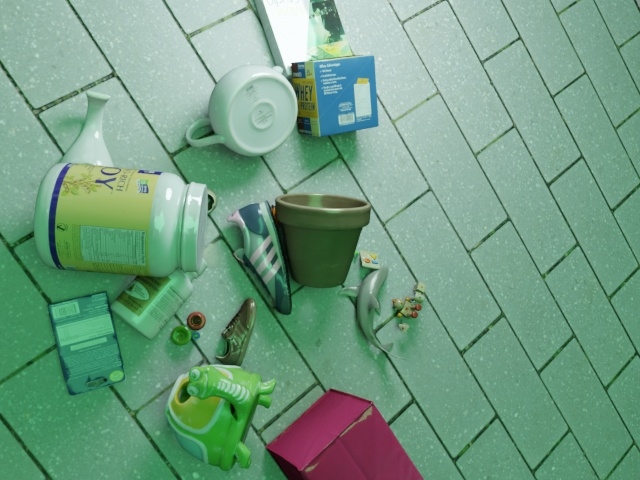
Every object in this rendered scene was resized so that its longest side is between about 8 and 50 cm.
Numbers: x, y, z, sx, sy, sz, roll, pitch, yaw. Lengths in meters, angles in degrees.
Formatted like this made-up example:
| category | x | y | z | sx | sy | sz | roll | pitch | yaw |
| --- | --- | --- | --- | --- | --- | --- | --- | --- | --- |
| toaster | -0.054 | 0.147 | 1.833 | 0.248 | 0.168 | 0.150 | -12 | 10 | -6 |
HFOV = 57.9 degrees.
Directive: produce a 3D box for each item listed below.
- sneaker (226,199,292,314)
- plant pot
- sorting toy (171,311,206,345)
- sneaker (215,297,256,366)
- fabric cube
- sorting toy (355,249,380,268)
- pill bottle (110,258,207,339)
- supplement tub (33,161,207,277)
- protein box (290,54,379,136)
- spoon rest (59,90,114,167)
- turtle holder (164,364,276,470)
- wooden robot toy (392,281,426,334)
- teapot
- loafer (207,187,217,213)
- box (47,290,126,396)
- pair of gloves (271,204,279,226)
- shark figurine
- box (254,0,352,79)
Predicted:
| category | x | y | z | sx | sy | sz | roll | pitch | yaw |
| --- | --- | --- | --- | --- | --- | --- | --- | --- | --- |
| sneaker | -0.161 | 0.058 | 1.572 | 0.131 | 0.112 | 0.318 | -14 | 94 | -1 |
| plant pot | 0.000 | 0.000 | 1.580 | 0.263 | 0.263 | 0.229 | -2 | 105 | -25 |
| sorting toy | -0.336 | 0.232 | 1.499 | 0.102 | 0.042 | 0.061 | -43 | 88 | -10 |
| sneaker | -0.222 | 0.239 | 1.531 | 0.071 | 0.066 | 0.188 | 17 | 78 | -22 |
| fabric cube | 0.057 | 0.587 | 1.527 | 0.259 | 0.254 | 0.258 | -37 | 101 | -23 |
| sorting toy | 0.136 | 0.053 | 1.726 | 0.084 | 0.012 | 0.062 | 11 | 45 | -17 |
| pill bottle | -0.391 | 0.118 | 1.428 | 0.131 | 0.131 | 0.229 | 44 | 69 | -15 |
| supplement tub | -0.432 | -0.042 | 1.298 | 0.332 | 0.241 | 0.240 | 5 | 83 | -6 |
| protein box | 0.042 | -0.414 | 1.643 | 0.200 | 0.136 | 0.201 | -15 | 111 | -25 |
| spoon rest | -0.564 | -0.221 | 1.419 | 0.138 | 0.084 | 0.276 | 9 | 95 | -23 |
| turtle holder | -0.250 | 0.413 | 1.374 | 0.228 | 0.320 | 0.243 | 18 | 83 | 3 |
| wooden robot toy | 0.260 | 0.194 | 1.760 | 0.079 | 0.076 | 0.173 | 32 | 73 | -8 |
| teapot | -0.202 | -0.351 | 1.536 | 0.256 | 0.187 | 0.252 | 2 | 112 | -41 |
| loafer | -0.381 | -0.069 | 1.470 | 0.269 | 0.092 | 0.101 | -31 | 98 | -24 |
| box | -0.559 | 0.246 | 1.390 | 0.137 | 0.036 | 0.225 | -13 | 89 | -25 |
| pair of gloves | -0.154 | -0.064 | 1.620 | 0.084 | 0.010 | 0.074 | -2 | 86 | -24 |
| shark figurine | 0.156 | 0.217 | 1.686 | 0.167 | 0.116 | 0.277 | -5 | 86 | -24 |
| box | -0.057 | -0.648 | 1.691 | 0.233 | 0.058 | 0.321 | -21 | 96 | -25 |
